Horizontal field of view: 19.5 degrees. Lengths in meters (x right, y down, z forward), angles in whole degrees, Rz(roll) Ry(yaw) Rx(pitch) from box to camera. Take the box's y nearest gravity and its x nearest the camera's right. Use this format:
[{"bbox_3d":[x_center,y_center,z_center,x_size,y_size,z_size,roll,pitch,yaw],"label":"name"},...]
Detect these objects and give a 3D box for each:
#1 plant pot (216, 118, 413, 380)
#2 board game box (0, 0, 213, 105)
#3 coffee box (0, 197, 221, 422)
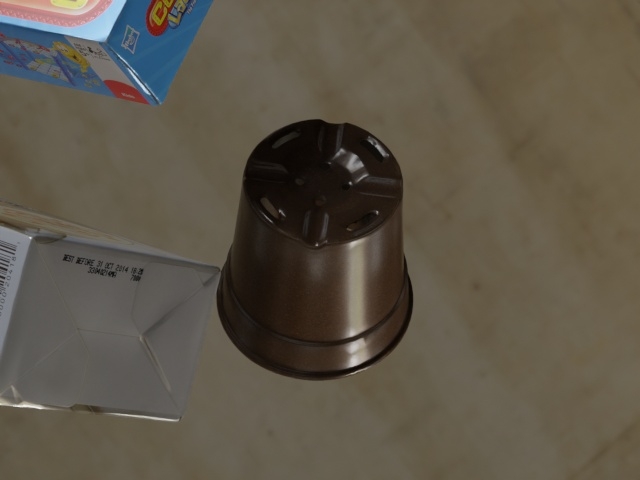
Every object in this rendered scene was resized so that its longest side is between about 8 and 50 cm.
[{"bbox_3d":[0.000,0.000,1.501,0.167,0.167,0.165,46,153,26],"label":"plant pot"},{"bbox_3d":[-0.197,-0.274,1.432,0.308,0.302,0.086,13,158,31],"label":"board game box"},{"bbox_3d":[-0.198,0.028,1.110,0.141,0.098,0.246,13,-178,-44],"label":"coffee box"}]
